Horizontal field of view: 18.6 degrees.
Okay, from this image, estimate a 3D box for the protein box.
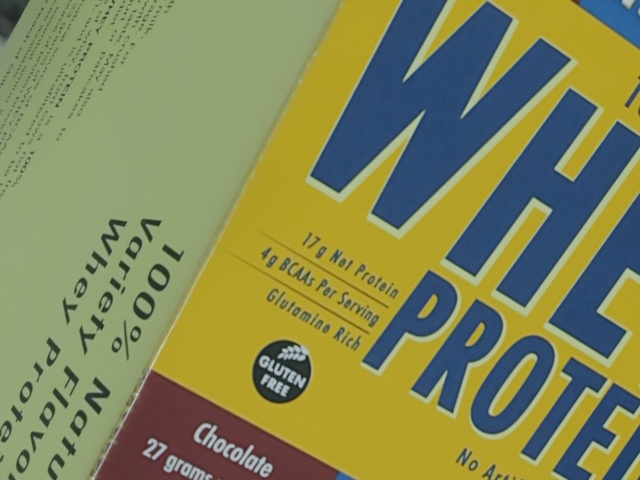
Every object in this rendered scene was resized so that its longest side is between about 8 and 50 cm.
[{"bbox_3d":[0.000,0.000,0.479,0.136,0.200,0.201,31,-8,-25],"label":"protein box"}]
